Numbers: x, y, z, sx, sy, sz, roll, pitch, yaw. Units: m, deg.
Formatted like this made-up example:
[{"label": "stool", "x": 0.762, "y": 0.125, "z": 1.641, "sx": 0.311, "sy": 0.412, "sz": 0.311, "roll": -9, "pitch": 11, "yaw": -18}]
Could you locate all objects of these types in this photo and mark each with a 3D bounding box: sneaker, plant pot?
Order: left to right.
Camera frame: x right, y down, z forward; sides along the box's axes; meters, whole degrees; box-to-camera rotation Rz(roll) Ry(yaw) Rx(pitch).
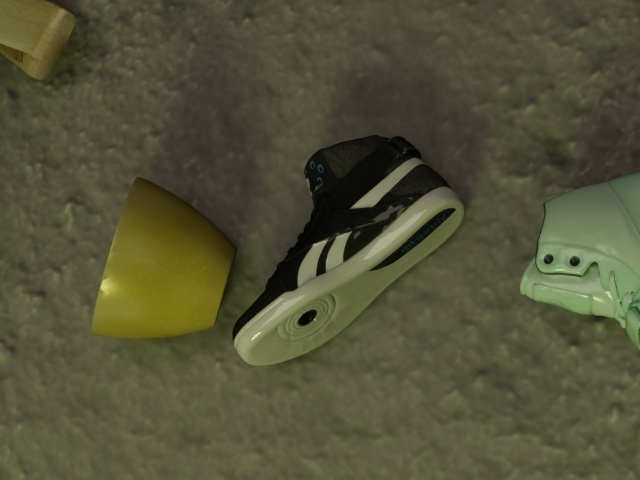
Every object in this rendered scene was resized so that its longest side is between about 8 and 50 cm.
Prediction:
[{"label": "plant pot", "x": -0.123, "y": 0.025, "z": 1.583, "sx": 0.095, "sy": 0.134, "sz": 0.134, "roll": 15, "pitch": 74, "yaw": -1}, {"label": "sneaker", "x": 0.000, "y": 0.000, "z": 1.571, "sx": 0.217, "sy": 0.079, "sz": 0.121, "roll": -36, "pitch": 59, "yaw": -5}, {"label": "sneaker", "x": 0.229, "y": 0.067, "z": 1.444, "sx": 0.151, "sy": 0.094, "sz": 0.256, "roll": -9, "pitch": 57, "yaw": 11}]

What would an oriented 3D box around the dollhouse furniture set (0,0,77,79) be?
[{"label": "dollhouse furniture set", "x": -0.437, "y": -0.094, "z": 1.696, "sx": 0.362, "sy": 0.256, "sz": 0.394, "roll": 37, "pitch": 103, "yaw": 40}]
